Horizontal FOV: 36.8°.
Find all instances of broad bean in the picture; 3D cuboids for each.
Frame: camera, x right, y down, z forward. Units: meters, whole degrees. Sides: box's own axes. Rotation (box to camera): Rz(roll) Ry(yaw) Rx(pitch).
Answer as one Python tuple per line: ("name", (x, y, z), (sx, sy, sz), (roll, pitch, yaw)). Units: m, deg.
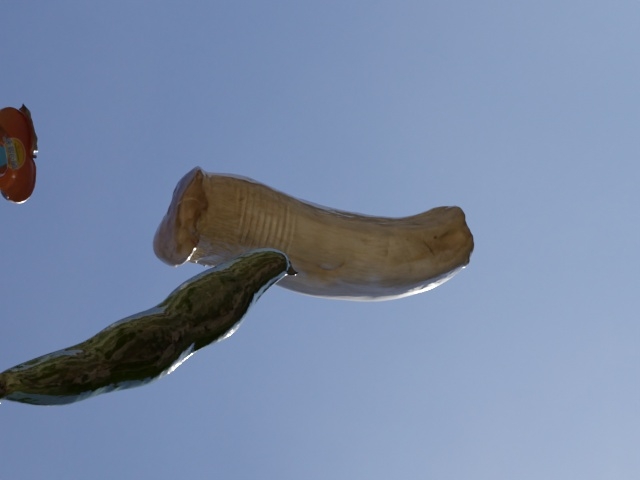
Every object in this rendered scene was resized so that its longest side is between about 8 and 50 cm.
("broad bean", (-0.125, 0.073, 0.724), (0.298, 0.043, 0.060), (-26, -85, -41))

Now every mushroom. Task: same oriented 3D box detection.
("mushroom", (0.000, 0.000, 1.025), (0.351, 0.095, 0.122), (7, -89, -20))

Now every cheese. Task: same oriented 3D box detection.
("cheese", (-0.310, -0.056, 0.762), (0.037, 0.106, 0.256), (1, -167, 26))
